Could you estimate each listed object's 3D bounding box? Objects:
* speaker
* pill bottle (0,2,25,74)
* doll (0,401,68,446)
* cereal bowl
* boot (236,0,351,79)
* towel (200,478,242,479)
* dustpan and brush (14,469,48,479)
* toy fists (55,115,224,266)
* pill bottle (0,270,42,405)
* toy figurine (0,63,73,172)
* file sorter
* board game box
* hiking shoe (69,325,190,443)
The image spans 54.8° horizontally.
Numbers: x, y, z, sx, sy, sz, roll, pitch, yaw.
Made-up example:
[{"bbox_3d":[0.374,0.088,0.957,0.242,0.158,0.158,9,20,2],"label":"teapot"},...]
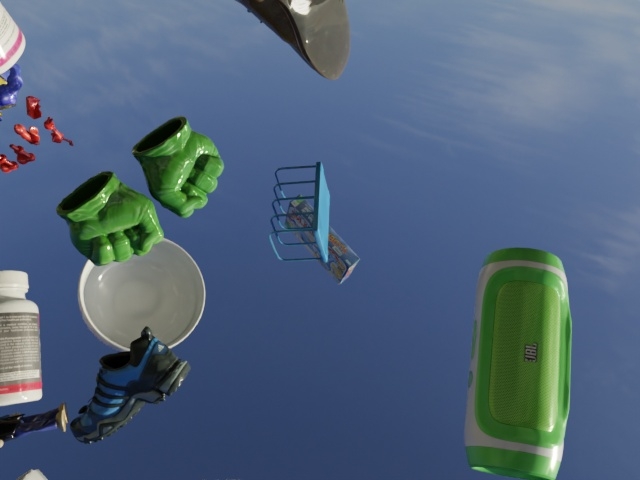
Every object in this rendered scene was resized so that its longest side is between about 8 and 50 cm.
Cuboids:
[{"bbox_3d":[0.271,0.166,0.848,0.131,0.131,0.297,8,-112,7],"label":"speaker"},{"bbox_3d":[-0.668,-0.431,1.082,0.160,0.283,0.160,-6,-124,9],"label":"pill bottle"},{"bbox_3d":[-0.572,0.345,1.145,0.188,0.046,0.129,-8,-170,-15],"label":"doll"},{"bbox_3d":[-0.502,0.158,1.724,0.338,0.141,0.339,9,-113,-22],"label":"cereal bowl"},{"bbox_3d":[-0.054,-0.342,0.875,0.115,0.305,0.112,14,-105,34],"label":"boot"},{"bbox_3d":[-0.093,0.185,0.265,0.197,0.144,0.029,-42,-87,-28],"label":"towel"},{"bbox_3d":[-0.366,0.383,0.722,0.147,0.060,0.211,50,-172,-1],"label":"dustpan and brush"},{"bbox_3d":[-0.279,-0.070,1.009,0.279,0.142,0.096,-43,-141,-16],"label":"toy fists"},{"bbox_3d":[-0.780,0.241,1.507,0.176,0.319,0.176,-7,169,-1],"label":"pill bottle"},{"bbox_3d":[-0.728,-0.279,1.322,0.362,0.191,0.217,-18,-111,14],"label":"toy figurine"},{"bbox_3d":[-0.041,-0.054,1.263,0.104,0.118,0.170,-4,-124,9],"label":"file sorter"},{"bbox_3d":[0.000,0.000,1.425,0.035,0.136,0.201,-39,-101,-19],"label":"board game box"},{"bbox_3d":[-0.393,0.282,1.209,0.304,0.132,0.113,-36,-172,18],"label":"hiking shoe"}]
